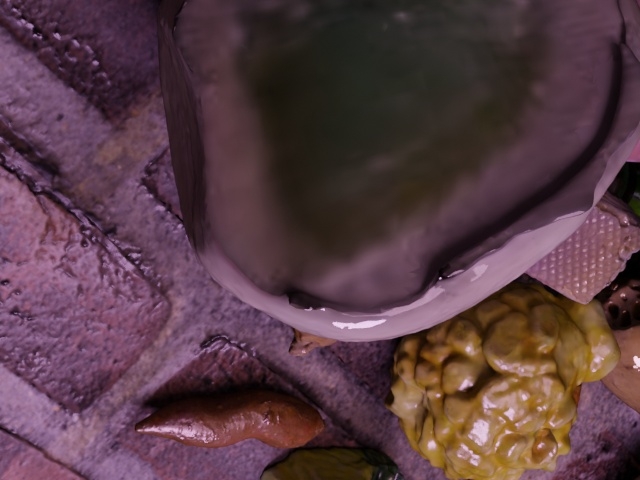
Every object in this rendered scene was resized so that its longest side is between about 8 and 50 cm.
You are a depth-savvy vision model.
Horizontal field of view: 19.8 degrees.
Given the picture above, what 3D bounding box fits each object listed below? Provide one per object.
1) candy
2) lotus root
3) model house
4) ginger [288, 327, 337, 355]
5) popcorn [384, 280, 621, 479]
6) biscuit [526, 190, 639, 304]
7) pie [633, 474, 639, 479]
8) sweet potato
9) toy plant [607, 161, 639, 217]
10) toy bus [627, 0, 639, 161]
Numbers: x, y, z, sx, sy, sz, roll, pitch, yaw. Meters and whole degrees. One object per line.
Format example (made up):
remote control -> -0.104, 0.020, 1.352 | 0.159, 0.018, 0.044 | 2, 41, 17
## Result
candy -> 0.071, -0.118, 1.504 | 0.427, 0.386, 0.186 | -23, 161, -9
lotus root -> 0.411, 0.139, 1.992 | 0.169, 0.151, 0.343 | -16, 144, 36
model house -> 0.034, 0.344, 1.877 | 0.170, 0.211, 0.194 | 8, 114, -32
ginger -> 0.000, 0.000, 1.678 | 0.219, 0.123, 0.270 | -13, 118, -39
popcorn -> 0.184, 0.146, 1.854 | 0.217, 0.181, 0.235 | -21, 136, -20
biscuit -> 0.205, -0.027, 1.731 | 0.239, 0.062, 0.108 | 27, 112, -36
pie -> 0.442, 0.378, 2.143 | 0.339, 0.077, 0.339 | -9, 114, -21
sweet potato -> -0.082, 0.175, 1.799 | 0.218, 0.051, 0.065 | 5, 119, -34
toy plant -> 0.290, -0.049, 1.848 | 0.162, 0.093, 0.093 | 31, 101, -41
toy bus -> 0.292, -0.196, 1.660 | 0.197, 0.232, 0.294 | -9, 123, -26
